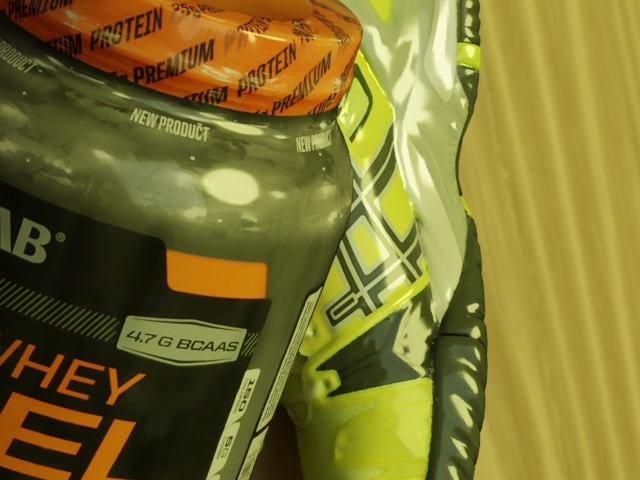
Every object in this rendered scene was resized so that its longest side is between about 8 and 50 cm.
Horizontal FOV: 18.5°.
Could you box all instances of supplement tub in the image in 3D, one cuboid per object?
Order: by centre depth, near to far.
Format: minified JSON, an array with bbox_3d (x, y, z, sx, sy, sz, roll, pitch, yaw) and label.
[{"bbox_3d":[-0.113,0.034,0.868,0.207,0.207,0.338,11,110,-27],"label":"supplement tub"}]

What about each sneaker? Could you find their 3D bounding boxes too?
[{"bbox_3d":[0.000,0.000,1.043,0.147,0.145,0.385,1,80,-18],"label":"sneaker"}]
